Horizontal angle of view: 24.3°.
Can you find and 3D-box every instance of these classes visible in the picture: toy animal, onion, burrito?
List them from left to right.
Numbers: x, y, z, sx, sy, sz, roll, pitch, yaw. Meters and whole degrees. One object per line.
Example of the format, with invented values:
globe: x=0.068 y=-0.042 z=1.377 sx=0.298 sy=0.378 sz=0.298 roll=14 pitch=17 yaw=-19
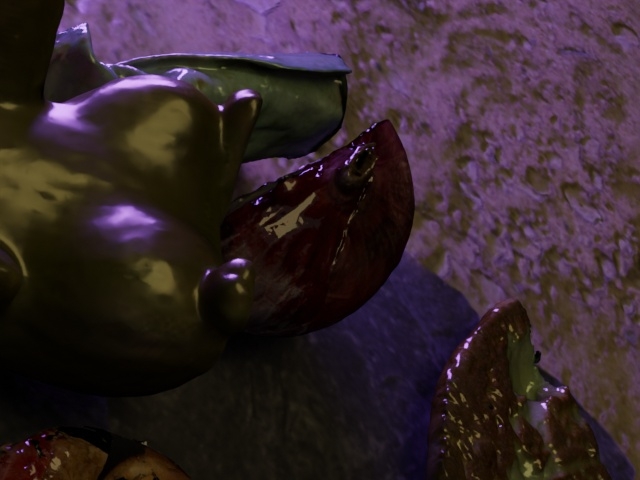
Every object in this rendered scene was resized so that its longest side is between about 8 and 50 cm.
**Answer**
toy animal: x=-0.195 y=-0.034 z=0.722 sx=0.363 sy=0.180 sz=0.181 roll=22 pitch=51 yaw=-30
burrito: x=-0.099 y=-0.082 z=0.917 sx=0.229 sy=0.144 sz=0.089 roll=-5 pitch=89 yaw=-40
onion: x=0.000 y=0.000 z=0.929 sx=0.206 sy=0.151 sz=0.098 roll=-32 pitch=97 yaw=-41

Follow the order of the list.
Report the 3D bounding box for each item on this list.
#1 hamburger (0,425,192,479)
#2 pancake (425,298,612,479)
hamburger: x=-0.104 y=0.202 z=0.682 sx=0.231 sy=0.107 sz=0.231 roll=31 pitch=38 yaw=-29
pancake: x=0.141 y=0.190 z=0.988 sx=0.197 sy=0.054 sz=0.376 roll=29 pitch=44 yaw=-25
